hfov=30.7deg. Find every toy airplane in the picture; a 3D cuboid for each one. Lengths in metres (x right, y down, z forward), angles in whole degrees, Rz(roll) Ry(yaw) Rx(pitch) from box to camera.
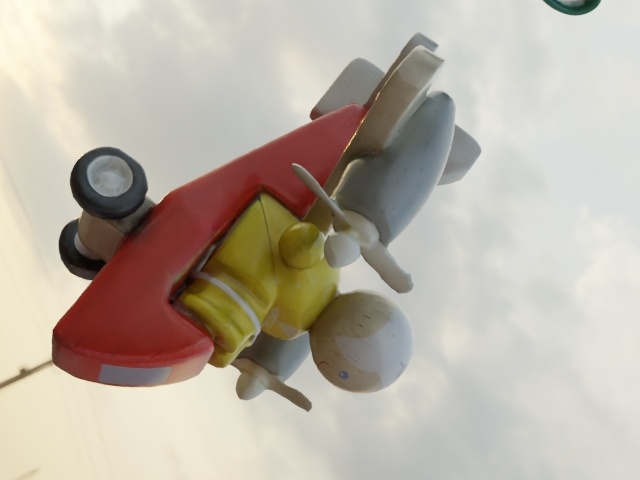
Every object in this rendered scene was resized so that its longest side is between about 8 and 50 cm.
[{"bbox_3d":[0.000,0.000,0.994,0.272,0.384,0.386,55,16,13],"label":"toy airplane"}]

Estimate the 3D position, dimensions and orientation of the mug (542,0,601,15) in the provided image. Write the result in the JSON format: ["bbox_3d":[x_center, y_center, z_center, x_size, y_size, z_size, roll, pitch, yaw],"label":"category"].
[{"bbox_3d":[0.214,-0.280,1.046,0.129,0.097,0.158,-80,161,-82],"label":"mug"}]
